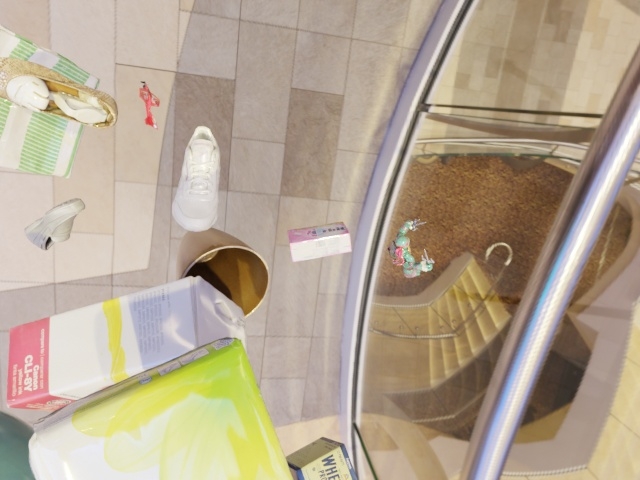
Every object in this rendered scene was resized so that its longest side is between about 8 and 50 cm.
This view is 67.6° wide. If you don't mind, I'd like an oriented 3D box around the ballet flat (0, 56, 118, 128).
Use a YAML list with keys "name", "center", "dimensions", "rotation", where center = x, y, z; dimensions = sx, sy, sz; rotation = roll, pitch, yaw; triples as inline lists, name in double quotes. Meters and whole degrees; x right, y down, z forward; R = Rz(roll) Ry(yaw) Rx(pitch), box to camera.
- name: "ballet flat"
  center: [-0.412, -0.223, 0.742]
  dimensions: [0.206, 0.067, 0.073]
  rotation: [5, 127, -46]

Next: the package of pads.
- name: "package of pads"
  center: [-0.149, 0.284, 0.516]
  dimensions: [0.229, 0.101, 0.296]
  rotation: [-20, 90, -27]

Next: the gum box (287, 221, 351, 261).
- name: "gum box"
  center: [0.000, 0.000, 1.437]
  dimensions: [0.189, 0.107, 0.062]
  rotation: [-10, 114, -4]

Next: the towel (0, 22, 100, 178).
- name: "towel"
  center: [-0.558, -0.252, 0.880]
  dimensions: [0.038, 0.325, 0.247]
  rotation: [19, 92, 14]

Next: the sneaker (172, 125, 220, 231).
- name: "sneaker"
  center: [-0.311, -0.159, 1.192]
  dimensions: [0.114, 0.305, 0.152]
  rotation: [1, 141, -10]

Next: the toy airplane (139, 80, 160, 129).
- name: "toy airplane"
  center: [-0.519, -0.406, 1.447]
  dimensions: [0.028, 0.151, 0.151]
  rotation: [-11, 109, 4]

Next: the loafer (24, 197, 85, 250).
- name: "loafer"
  center: [-0.897, -0.053, 1.643]
  dimensions: [0.319, 0.112, 0.111]
  rotation: [-22, 106, 36]

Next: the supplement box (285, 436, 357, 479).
- name: "supplement box"
  center: [-0.006, 0.346, 0.721]
  dimensions: [0.083, 0.083, 0.056]
  rotation: [-18, 85, -27]

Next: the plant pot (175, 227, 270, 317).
- name: "plant pot"
  center: [-0.293, 0.064, 1.296]
  dimensions: [0.237, 0.254, 0.237]
  rotation: [-14, 123, -23]

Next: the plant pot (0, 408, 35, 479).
- name: "plant pot"
  center: [-0.684, 0.464, 0.925]
  dimensions: [0.235, 0.293, 0.293]
  rotation: [42, 96, 9]

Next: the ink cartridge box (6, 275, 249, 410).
- name: "ink cartridge box"
  center: [-0.374, 0.232, 0.991]
  dimensions: [0.385, 0.160, 0.279]
  rotation: [-17, 154, 6]

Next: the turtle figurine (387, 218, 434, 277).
- name: "turtle figurine"
  center: [0.260, 0.026, 1.428]
  dimensions: [0.118, 0.234, 0.175]
  rotation: [-10, 67, 3]
